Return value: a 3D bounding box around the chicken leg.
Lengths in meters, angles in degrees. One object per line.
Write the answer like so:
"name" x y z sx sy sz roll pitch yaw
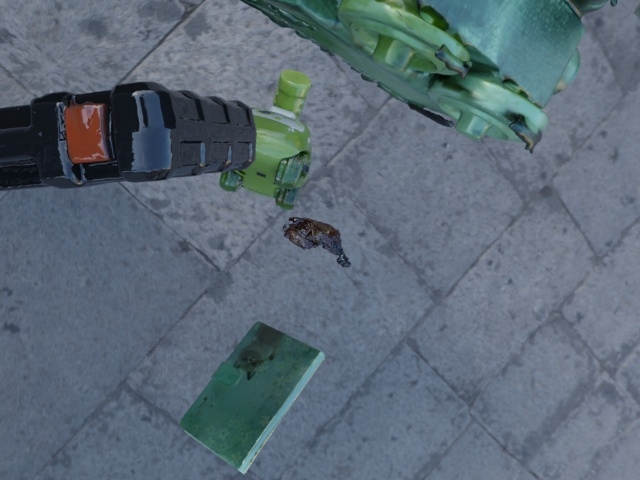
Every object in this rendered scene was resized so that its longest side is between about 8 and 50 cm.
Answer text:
"chicken leg" 0.000 -0.002 0.628 0.083 0.021 0.036 24 87 9

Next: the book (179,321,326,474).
"book" -0.071 0.150 0.597 0.135 0.103 0.017 -52 137 -22

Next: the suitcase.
"suitcase" -0.213 -0.076 0.491 0.285 0.206 0.066 -3 98 12

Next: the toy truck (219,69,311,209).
"toy truck" -0.081 -0.160 1.004 0.148 0.187 0.210 18 54 -1

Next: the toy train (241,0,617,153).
"toy train" 0.083 -0.177 0.427 0.272 0.188 0.159 16 103 -45

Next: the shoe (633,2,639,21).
"shoe" 0.373 -0.185 0.365 0.124 0.316 0.159 -40 97 -31
